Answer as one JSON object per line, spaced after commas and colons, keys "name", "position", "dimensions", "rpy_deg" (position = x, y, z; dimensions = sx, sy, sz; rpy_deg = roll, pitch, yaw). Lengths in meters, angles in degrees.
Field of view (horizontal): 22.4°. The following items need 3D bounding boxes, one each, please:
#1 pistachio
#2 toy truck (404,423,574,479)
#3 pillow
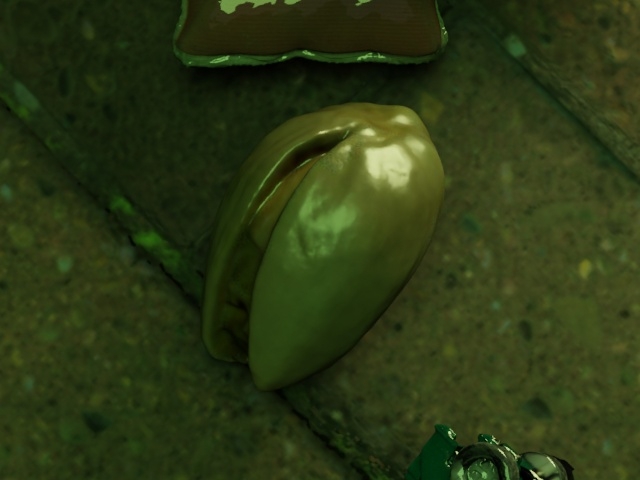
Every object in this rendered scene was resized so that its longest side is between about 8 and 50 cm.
{"name": "pistachio", "position": [0.000, 0.000, 0.937], "dimensions": [0.124, 0.124, 0.185], "rpy_deg": [33, 95, 7]}
{"name": "toy truck", "position": [0.125, 0.204, 0.877], "dimensions": [0.116, 0.110, 0.216], "rpy_deg": [-50, 63, 10]}
{"name": "pillow", "position": [-0.008, -0.192, 0.996], "dimensions": [0.171, 0.075, 0.179], "rpy_deg": [-1, 80, -6]}
